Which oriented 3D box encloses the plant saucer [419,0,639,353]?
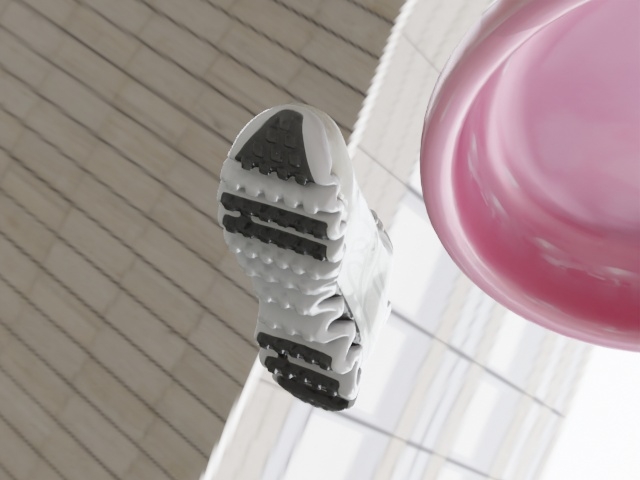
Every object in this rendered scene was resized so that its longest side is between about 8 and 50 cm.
[{"bbox_3d":[0.223,-0.062,0.778,0.332,0.332,0.084,-16,-136,23],"label":"plant saucer"}]

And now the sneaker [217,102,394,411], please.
[{"bbox_3d":[0.000,0.000,1.041,0.110,0.292,0.118,23,-127,25],"label":"sneaker"}]
